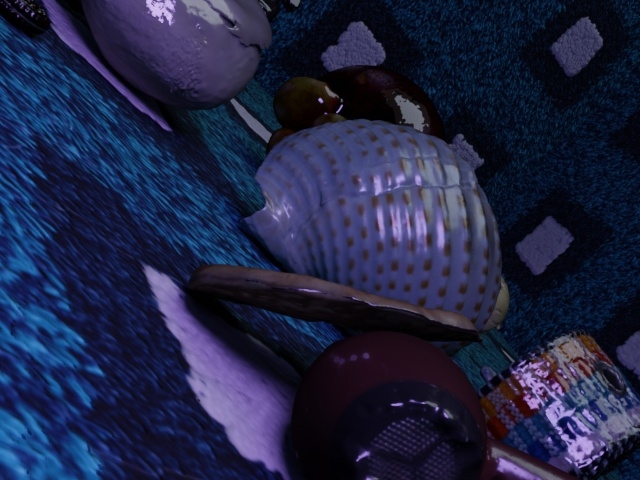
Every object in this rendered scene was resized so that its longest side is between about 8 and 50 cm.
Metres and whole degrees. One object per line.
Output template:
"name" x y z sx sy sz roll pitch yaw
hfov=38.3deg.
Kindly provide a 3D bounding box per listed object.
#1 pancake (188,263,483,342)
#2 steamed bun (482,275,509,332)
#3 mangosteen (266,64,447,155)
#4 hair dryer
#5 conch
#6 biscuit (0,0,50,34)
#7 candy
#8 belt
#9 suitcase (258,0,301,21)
"pancake" 0.014 0.052 0.707 0.235 0.029 0.212 16 -8 -39
"steamed bun" 0.230 0.079 1.784 0.273 0.166 0.232 41 20 -6
"mangosteen" 0.052 -0.149 1.569 0.347 0.307 0.307 -5 46 -46
"hair dryer" 0.139 0.171 0.660 0.340 0.123 0.312 27 0 0
"conch" 0.090 -0.020 1.094 0.319 0.215 0.303 32 47 -36
"biscuit" -0.312 -0.246 0.934 0.087 0.027 0.089 41 9 -32
"candy" -0.199 -0.292 1.175 0.295 0.185 0.295 39 26 -24
"belt" 0.241 0.200 1.002 0.160 0.207 0.295 52 7 22
"suitcase" -0.236 -0.459 1.661 0.335 0.152 0.230 45 -34 -7
